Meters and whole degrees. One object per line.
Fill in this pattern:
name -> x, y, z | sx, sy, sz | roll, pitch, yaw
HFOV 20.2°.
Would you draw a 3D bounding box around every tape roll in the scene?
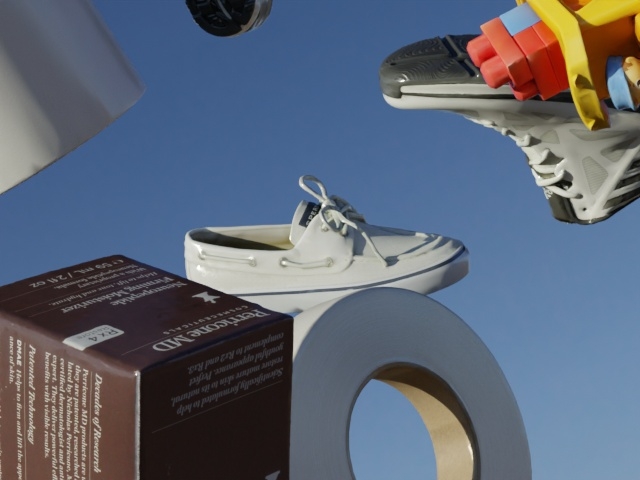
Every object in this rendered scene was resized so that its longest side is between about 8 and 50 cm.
tape roll -> 0.084, 0.246, 2.024 | 0.392, 0.392, 0.072 | 4, -18, -41
tape roll -> -0.312, -0.153, 1.714 | 0.246, 0.169, 0.246 | -29, 14, 8

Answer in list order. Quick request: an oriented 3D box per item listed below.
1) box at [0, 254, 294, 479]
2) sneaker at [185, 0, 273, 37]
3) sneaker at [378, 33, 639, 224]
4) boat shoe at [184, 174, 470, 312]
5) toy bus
box -> -0.150, 0.127, 1.393 | 0.203, 0.167, 0.168 | 17, 23, 38
sneaker -> -0.099, -0.346, 1.871 | 0.100, 0.272, 0.108 | -2, 3, 19
sneaker -> 0.291, -0.134, 2.435 | 0.447, 0.257, 0.169 | 0, 26, -12
boat shoe -> 0.000, -0.003, 2.259 | 0.367, 0.156, 0.136 | -5, 19, 17
toy bus -> 0.240, -0.167, 1.494 | 0.211, 0.220, 0.149 | -30, -43, -2
